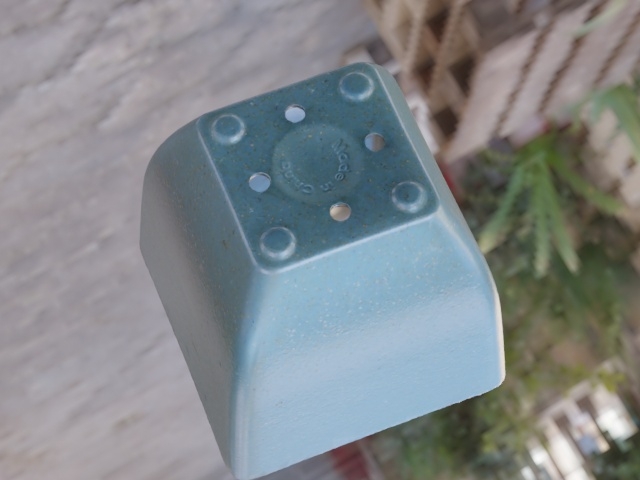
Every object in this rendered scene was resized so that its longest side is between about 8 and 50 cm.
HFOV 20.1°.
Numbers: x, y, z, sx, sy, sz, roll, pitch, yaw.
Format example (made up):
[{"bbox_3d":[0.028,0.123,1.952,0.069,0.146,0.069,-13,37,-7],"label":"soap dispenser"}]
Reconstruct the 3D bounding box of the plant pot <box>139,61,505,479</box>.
[{"bbox_3d":[0.000,0.000,1.423,0.247,0.248,0.252,-19,154,-10],"label":"plant pot"}]
